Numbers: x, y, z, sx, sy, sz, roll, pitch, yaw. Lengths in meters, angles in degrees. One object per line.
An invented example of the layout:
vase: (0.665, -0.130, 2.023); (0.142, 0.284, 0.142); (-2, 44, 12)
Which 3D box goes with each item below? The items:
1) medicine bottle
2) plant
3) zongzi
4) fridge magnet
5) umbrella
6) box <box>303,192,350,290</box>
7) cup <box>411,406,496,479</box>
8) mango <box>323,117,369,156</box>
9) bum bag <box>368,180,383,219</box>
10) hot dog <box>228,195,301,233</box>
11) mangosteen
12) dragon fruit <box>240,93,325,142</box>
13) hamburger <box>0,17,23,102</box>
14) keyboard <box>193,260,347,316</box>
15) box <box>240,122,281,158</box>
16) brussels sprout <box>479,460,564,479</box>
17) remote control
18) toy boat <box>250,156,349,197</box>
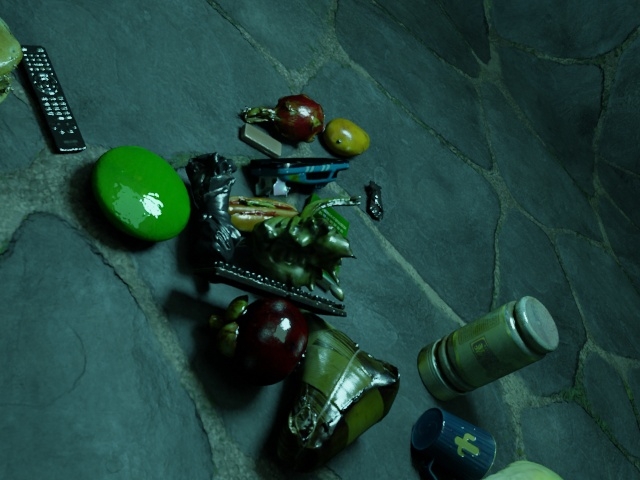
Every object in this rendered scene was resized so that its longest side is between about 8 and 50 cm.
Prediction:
medicine bottle: (0.404, 0.265, 1.748); (0.151, 0.322, 0.151); (29, 42, -30)
plant: (-0.039, 0.003, 1.606); (0.251, 0.180, 0.333); (8, 17, 3)
zongzi: (-0.034, 0.275, 1.438); (0.317, 0.154, 0.289); (42, 37, 22)
fridge magnet: (-0.344, -0.087, 1.383); (0.208, 0.088, 0.208); (29, 43, -31)
umbrella: (-0.215, -0.043, 1.471); (0.110, 0.122, 0.272); (-1, 70, -21)
box: (0.000, 0.000, 1.749); (0.132, 0.034, 0.235); (39, 38, -21)
cup: (0.291, 0.480, 1.636); (0.155, 0.131, 0.176); (36, 65, -17)
mango: (0.077, -0.285, 2.023); (0.165, 0.089, 0.115); (19, 39, -43)
bum bag: (0.154, -0.115, 2.014); (0.058, 0.034, 0.124); (36, 39, -38)
hot dog: (-0.133, -0.056, 1.620); (0.236, 0.062, 0.092); (3, 64, -47)
mangosteen: (-0.120, 0.182, 1.368); (0.200, 0.200, 0.199); (29, 43, -31)
dragon fruit: (-0.092, -0.315, 1.847); (0.246, 0.125, 0.125); (2, 73, -29)
hamburger: (-0.610, -0.313, 1.238); (0.159, 0.131, 0.185); (-28, 78, -45)
keyboard: (-0.090, 0.100, 1.417); (0.317, 0.106, 0.027); (22, 74, -34)
box: (-0.148, -0.246, 1.786); (0.115, 0.025, 0.048); (27, 49, -33)
brussels sprout: (0.453, 0.634, 1.602); (0.316, 0.243, 0.274); (48, 61, -3)
remote control: (-0.521, -0.274, 1.386); (0.063, 0.025, 0.245); (-10, 70, -50)
toy boat: (-0.043, -0.157, 1.780); (0.299, 0.134, 0.092); (-9, 103, -52)
